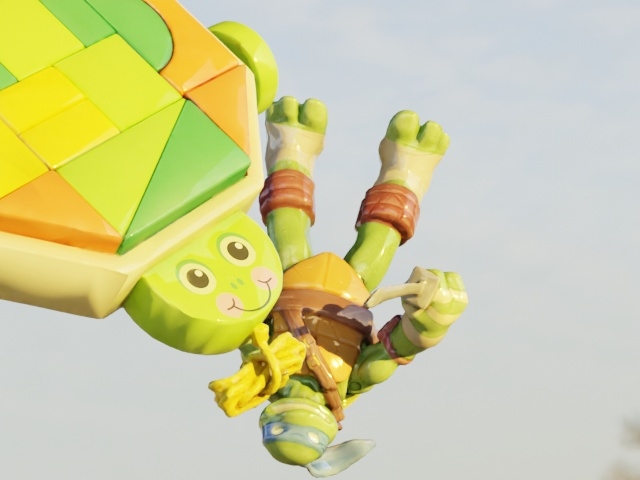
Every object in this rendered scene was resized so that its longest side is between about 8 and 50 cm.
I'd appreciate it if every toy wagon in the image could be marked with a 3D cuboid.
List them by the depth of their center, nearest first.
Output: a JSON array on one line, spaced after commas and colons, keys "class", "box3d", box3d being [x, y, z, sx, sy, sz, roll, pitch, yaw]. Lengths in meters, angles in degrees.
[{"class": "toy wagon", "box3d": [-0.130, -0.059, 0.973, 0.267, 0.344, 0.068, -35, -16, -45]}]

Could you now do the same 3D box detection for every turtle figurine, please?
[{"class": "turtle figurine", "box3d": [0.000, 0.000, 1.333, 0.198, 0.266, 0.275, -14, -45, 30]}]
